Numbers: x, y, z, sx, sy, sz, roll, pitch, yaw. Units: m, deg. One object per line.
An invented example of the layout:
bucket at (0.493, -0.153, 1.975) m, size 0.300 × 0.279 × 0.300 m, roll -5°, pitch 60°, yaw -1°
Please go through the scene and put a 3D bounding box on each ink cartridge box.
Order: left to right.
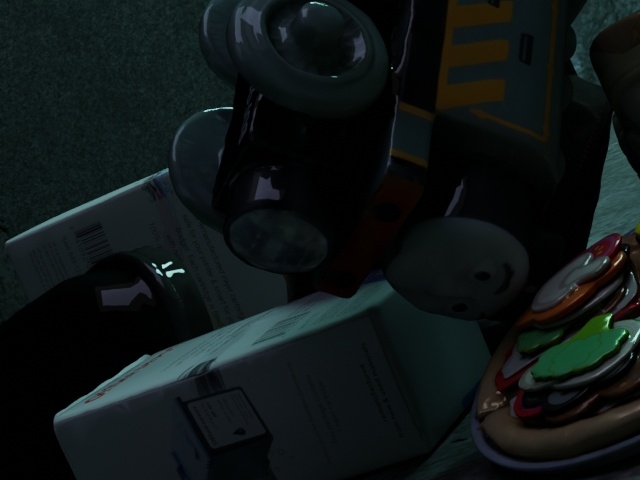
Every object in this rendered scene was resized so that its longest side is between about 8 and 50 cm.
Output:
ink cartridge box at (-0.091, 0.022, 1.532) m, size 0.233 × 0.171 × 0.168 m, roll -21°, pitch 4°, yaw 16°
ink cartridge box at (-0.021, 0.081, 1.007) m, size 0.191 × 0.082 × 0.139 m, roll -22°, pitch 5°, yaw 24°

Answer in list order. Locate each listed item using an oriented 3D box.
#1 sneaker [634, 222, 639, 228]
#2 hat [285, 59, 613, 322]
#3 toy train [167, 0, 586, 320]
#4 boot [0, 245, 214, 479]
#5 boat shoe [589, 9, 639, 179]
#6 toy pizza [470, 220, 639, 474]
sneaker at (0.173, 0.018, 0.908) m, size 0.073 × 0.063 × 0.162 m, roll -28°, pitch 5°, yaw -19°
hat at (0.103, -0.023, 1.178) m, size 0.331 × 0.134 × 0.331 m, roll -53°, pitch -20°, yaw -29°
toy train at (0.042, -0.109, 0.964) m, size 0.142 × 0.190 × 0.334 m, roll 120°, pitch 164°, yaw -48°
boot at (-0.235, 0.129, 1.184) m, size 0.260 × 0.131 × 0.348 m, roll -18°, pitch -11°, yaw -39°
boat shoe at (0.232, -0.046, 1.088) m, size 0.121 × 0.110 × 0.341 m, roll -24°, pitch -15°, yaw 18°
toy pizza at (0.143, 0.023, 0.816) m, size 0.201 × 0.032 × 0.201 m, roll -34°, pitch 16°, yaw 11°
